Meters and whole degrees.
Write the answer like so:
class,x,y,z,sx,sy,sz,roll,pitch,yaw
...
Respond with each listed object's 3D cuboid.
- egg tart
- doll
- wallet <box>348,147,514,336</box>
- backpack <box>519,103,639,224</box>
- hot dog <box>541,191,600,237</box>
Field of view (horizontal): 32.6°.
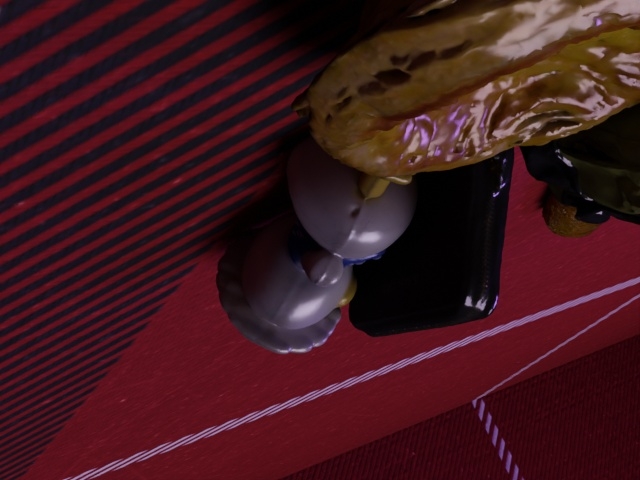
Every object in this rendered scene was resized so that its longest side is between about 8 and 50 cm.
class,x,y,z,sx,sy,sz,roll,pitch,yaw
egg tart,0.121,-0.130,0.622,0.295,0.116,0.295,-16,172,-2
doll,0.000,0.000,0.869,0.119,0.138,0.293,23,142,-13
wallet,0.080,-0.001,0.856,0.044,0.149,0.250,10,170,-17
backpack,0.265,-0.090,0.805,0.207,0.140,0.253,-28,-159,-4
hot dog,0.309,-0.063,1.236,0.083,0.068,0.289,-18,164,-3
